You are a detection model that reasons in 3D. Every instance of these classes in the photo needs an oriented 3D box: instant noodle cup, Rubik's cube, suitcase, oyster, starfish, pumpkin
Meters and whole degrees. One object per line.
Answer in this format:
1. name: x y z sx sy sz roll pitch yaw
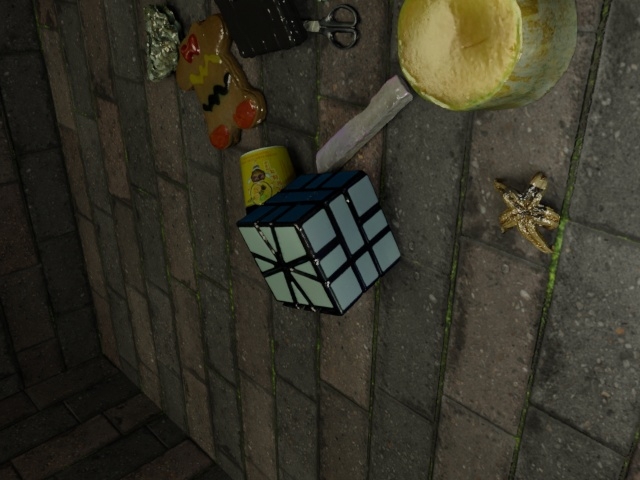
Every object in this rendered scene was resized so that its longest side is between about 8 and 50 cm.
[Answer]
1. instant noodle cup: -0.147 -0.155 1.846 0.215 0.215 0.236 -14 88 52
2. Rubik's cube: 0.000 0.000 1.632 0.288 0.283 0.294 4 128 48
3. suitcase: -0.168 -0.617 1.671 0.285 0.066 0.206 9 132 52
4. oyster: -0.561 -0.685 2.118 0.198 0.112 0.268 18 124 44
5. starfish: 0.440 -0.053 1.302 0.146 0.074 0.190 -15 98 46
6. pumpkin: 0.300 -0.398 1.192 0.332 0.199 0.332 29 132 39

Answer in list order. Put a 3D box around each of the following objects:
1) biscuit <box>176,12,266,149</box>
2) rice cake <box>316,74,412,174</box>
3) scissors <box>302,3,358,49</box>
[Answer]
1. biscuit: -0.353 -0.508 1.992 0.368 0.076 0.394 -24 89 51
2. rice cake: 0.104 -0.289 1.577 0.399 0.064 0.070 -38 72 51
3. scissors: -0.011 -0.566 1.605 0.300 0.022 0.109 21 120 44
